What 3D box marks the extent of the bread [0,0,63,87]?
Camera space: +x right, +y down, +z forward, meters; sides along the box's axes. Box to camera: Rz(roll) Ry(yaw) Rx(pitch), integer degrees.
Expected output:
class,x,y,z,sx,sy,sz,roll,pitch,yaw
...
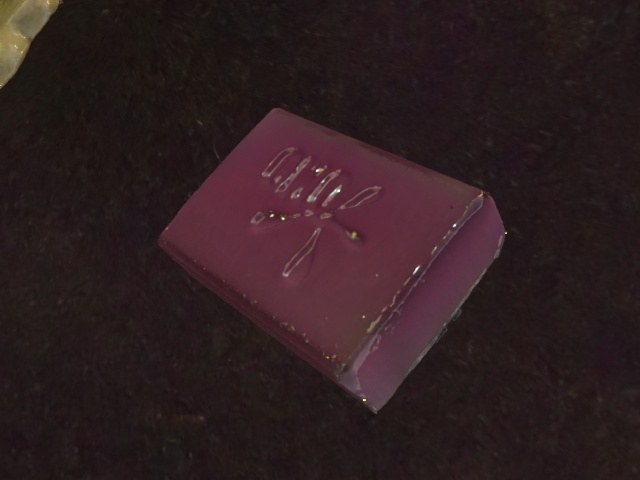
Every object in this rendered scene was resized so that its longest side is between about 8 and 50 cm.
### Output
class,x,y,z,sx,sy,sz,roll,pitch,yaw
bread,-0.442,-0.256,0.951,0.316,0.316,0.054,-48,129,4

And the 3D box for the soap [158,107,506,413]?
class,x,y,z,sx,sy,sz,roll,pitch,yaw
soap,-0.001,-0.001,0.626,0.181,0.259,0.081,-49,139,-12
